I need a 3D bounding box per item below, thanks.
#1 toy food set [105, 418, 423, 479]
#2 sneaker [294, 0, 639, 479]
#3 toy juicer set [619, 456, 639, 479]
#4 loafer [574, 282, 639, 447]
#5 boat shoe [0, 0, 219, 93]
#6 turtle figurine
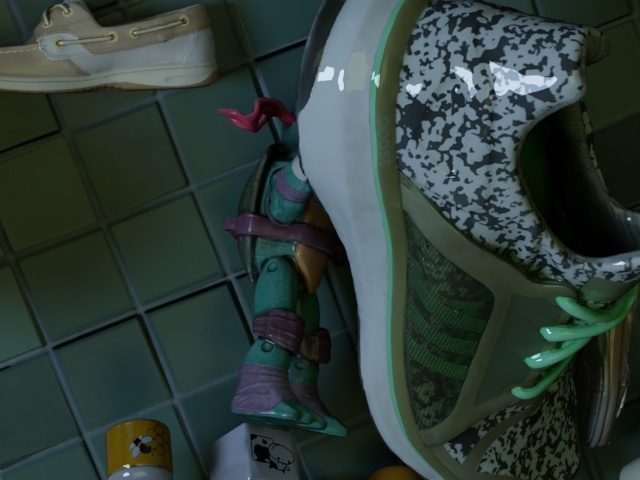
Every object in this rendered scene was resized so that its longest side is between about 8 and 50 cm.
[{"bbox_3d":[-0.041,0.189,1.036,0.232,0.105,0.111,18,141,-37],"label":"toy food set"},{"bbox_3d":[0.119,0.024,0.957,0.158,0.182,0.410,-54,140,-32],"label":"sneaker"},{"bbox_3d":[0.317,0.180,1.096,0.329,0.209,0.089,48,47,-28],"label":"toy juicer set"},{"bbox_3d":[0.196,0.078,1.117,0.039,0.045,0.125,-1,98,-16],"label":"loafer"},{"bbox_3d":[-0.147,-0.120,1.015,0.170,0.063,0.059,-4,99,-18],"label":"boat shoe"},{"bbox_3d":[0.000,0.000,1.034,0.118,0.175,0.234,5,81,33],"label":"turtle figurine"}]
